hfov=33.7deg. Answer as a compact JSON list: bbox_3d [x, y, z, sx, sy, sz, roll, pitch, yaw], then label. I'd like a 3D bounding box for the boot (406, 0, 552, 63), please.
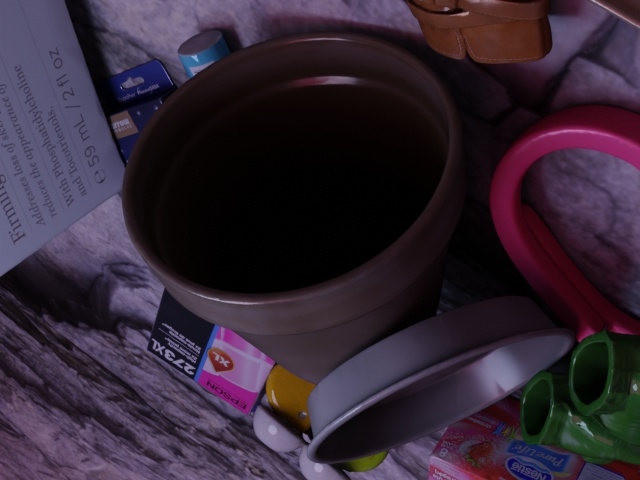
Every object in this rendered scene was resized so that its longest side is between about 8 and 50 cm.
[{"bbox_3d":[0.075,-0.267,0.902,0.283,0.109,0.220,20,153,37],"label":"boot"}]

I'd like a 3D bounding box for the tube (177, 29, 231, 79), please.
[{"bbox_3d":[-0.095,-0.135,1.189,0.080,0.052,0.207,10,136,40],"label":"tube"}]

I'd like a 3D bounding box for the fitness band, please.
[{"bbox_3d":[0.286,0.005,0.993,0.291,0.054,0.209,49,140,-10],"label":"fitness band"}]

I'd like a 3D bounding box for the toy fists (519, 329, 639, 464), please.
[{"bbox_3d":[0.302,0.164,1.030,0.142,0.096,0.279,6,157,-6],"label":"toy fists"}]

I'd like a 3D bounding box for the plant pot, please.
[{"bbox_3d":[0.000,0.000,1.063,0.323,0.323,0.280,18,151,27],"label":"plant pot"}]

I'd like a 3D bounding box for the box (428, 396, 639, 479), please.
[{"bbox_3d":[0.262,0.289,1.209,0.257,0.128,0.123,20,136,24],"label":"box"}]

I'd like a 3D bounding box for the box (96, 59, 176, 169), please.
[{"bbox_3d":[-0.191,-0.104,1.302,0.136,0.036,0.225,-10,117,44],"label":"box"}]

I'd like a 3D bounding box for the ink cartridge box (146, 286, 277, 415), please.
[{"bbox_3d":[-0.134,0.126,1.417,0.175,0.069,0.371,32,146,5],"label":"ink cartridge box"}]

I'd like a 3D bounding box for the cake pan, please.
[{"bbox_3d":[0.113,0.140,1.065,0.293,0.293,0.054,-52,55,50],"label":"cake pan"}]

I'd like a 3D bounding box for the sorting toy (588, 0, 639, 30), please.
[{"bbox_3d":[0.344,-0.219,0.762,0.307,0.041,0.229,33,135,11],"label":"sorting toy"}]

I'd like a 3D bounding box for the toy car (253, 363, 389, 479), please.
[{"bbox_3d":[0.010,0.222,1.364,0.182,0.159,0.136,39,175,4],"label":"toy car"}]

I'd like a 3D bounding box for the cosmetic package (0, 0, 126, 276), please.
[{"bbox_3d":[-0.509,-0.130,1.234,0.327,0.393,0.329,18,136,37],"label":"cosmetic package"}]
